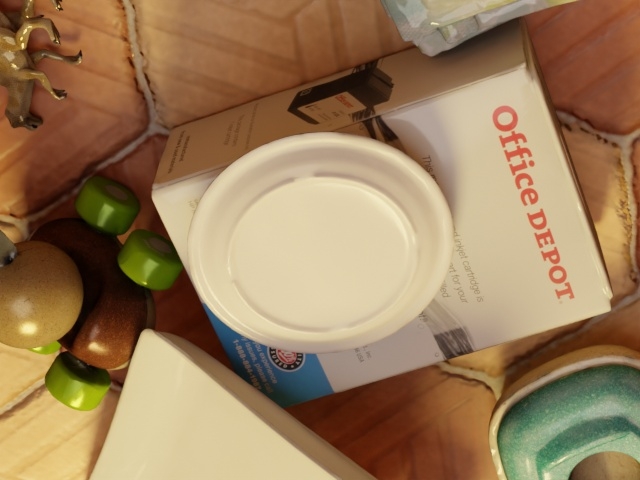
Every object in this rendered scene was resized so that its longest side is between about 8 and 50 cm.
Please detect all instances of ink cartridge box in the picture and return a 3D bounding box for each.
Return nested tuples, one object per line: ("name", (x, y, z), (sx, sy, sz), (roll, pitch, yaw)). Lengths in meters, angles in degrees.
("ink cartridge box", (0.053, -0.019, 1.393), (0.307, 0.129, 0.223), (-17, 115, 12))

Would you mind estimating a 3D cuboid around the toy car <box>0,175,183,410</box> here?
("toy car", (-0.233, 0.034, 1.386), (0.188, 0.149, 0.155), (12, 117, -47))

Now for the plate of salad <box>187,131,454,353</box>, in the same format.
("plate of salad", (0.000, 0.000, 1.306), (0.200, 0.048, 0.200), (-2, 125, -3))

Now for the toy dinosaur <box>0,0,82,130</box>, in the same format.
("toy dinosaur", (-0.248, -0.162, 1.371), (0.092, 0.053, 0.183), (-17, 117, 13))

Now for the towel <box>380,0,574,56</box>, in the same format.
("towel", (0.151, -0.341, 1.241), (0.320, 0.090, 0.374), (-18, 116, 7))

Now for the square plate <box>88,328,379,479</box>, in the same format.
("square plate", (-0.033, 0.244, 1.465), (0.344, 0.049, 0.347), (37, 145, 8))

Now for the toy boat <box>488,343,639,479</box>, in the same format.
("toy boat", (0.207, 0.250, 1.523), (0.318, 0.148, 0.267), (-31, 113, 17))
